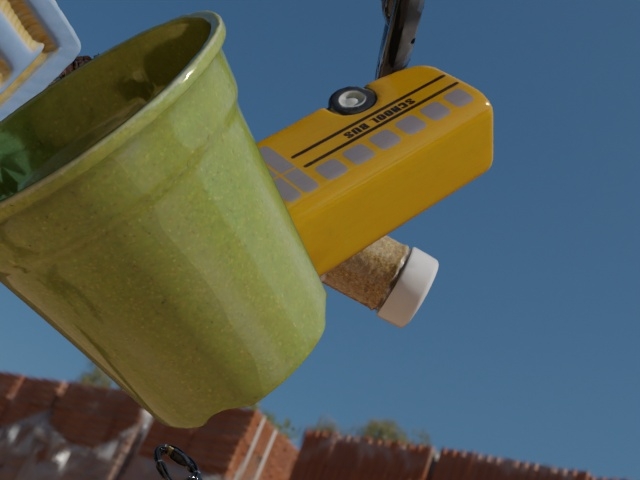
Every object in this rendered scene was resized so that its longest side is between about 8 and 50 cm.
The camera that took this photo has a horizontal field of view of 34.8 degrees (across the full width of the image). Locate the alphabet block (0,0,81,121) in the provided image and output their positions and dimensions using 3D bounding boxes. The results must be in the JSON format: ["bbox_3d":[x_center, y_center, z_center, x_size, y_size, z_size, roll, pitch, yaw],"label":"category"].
[{"bbox_3d":[-0.404,-0.232,1.058,0.197,0.193,0.192,36,-15,23],"label":"alphabet block"}]

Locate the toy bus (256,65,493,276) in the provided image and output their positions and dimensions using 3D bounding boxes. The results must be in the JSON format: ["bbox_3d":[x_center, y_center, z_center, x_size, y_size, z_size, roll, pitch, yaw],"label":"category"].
[{"bbox_3d":[0.012,-0.057,1.033,0.130,0.333,0.108,38,-32,38],"label":"toy bus"}]

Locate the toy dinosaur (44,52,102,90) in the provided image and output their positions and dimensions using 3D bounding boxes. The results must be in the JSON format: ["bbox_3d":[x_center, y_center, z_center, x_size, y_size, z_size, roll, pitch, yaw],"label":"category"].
[{"bbox_3d":[-0.313,-0.220,1.606,0.322,0.164,0.218,23,-32,-28],"label":"toy dinosaur"}]

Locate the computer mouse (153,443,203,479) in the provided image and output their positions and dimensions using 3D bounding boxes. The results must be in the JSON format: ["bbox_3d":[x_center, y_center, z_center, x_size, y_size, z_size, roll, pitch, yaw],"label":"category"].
[{"bbox_3d":[-0.114,0.300,1.239,0.242,0.071,0.041,22,-59,31],"label":"computer mouse"}]

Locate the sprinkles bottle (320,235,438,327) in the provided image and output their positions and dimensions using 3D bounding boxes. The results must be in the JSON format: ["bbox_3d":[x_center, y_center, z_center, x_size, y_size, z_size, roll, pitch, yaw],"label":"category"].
[{"bbox_3d":[0.000,0.000,1.562,0.355,0.121,0.121,29,-27,0],"label":"sprinkles bottle"}]

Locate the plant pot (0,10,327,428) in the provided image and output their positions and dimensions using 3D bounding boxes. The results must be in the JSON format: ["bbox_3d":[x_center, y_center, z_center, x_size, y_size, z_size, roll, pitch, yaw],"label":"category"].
[{"bbox_3d":[-0.130,0.001,0.815,0.276,0.276,0.254,-6,-53,44],"label":"plant pot"}]

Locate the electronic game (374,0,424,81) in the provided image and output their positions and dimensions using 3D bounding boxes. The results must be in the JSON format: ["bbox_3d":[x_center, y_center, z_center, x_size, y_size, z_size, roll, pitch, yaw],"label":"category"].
[{"bbox_3d":[0.094,-0.285,1.166,0.048,0.229,0.229,12,-27,0],"label":"electronic game"}]
